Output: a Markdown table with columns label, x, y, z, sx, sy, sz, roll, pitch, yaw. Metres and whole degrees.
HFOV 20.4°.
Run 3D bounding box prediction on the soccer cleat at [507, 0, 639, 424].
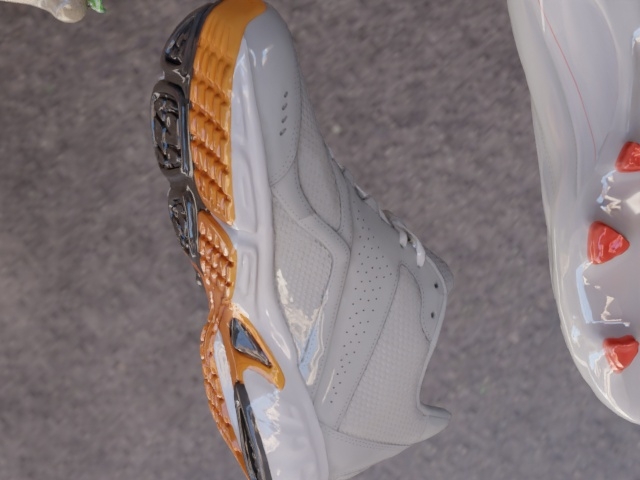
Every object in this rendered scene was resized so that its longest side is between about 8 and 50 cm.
| label | x | y | z | sx | sy | sz | roll | pitch | yaw |
| --- | --- | --- | --- | --- | --- | --- | --- | --- | --- |
| soccer cleat | 0.090 | -0.045 | 0.524 | 0.068 | 0.076 | 0.196 | -7 | 93 | -10 |

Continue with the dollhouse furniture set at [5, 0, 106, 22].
| label | x | y | z | sx | sy | sz | roll | pitch | yaw |
| --- | --- | --- | --- | --- | --- | --- | --- | --- | --- |
| dollhouse furniture set | -0.225 | -0.227 | 0.758 | 0.301 | 0.151 | 0.197 | 7 | 149 | -12 |

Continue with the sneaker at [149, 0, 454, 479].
| label | x | y | z | sx | sy | sz | roll | pitch | yaw |
| --- | --- | --- | --- | --- | --- | --- | --- | --- | --- |
| sneaker | 0.000 | 0.000 | 0.825 | 0.099 | 0.121 | 0.262 | -131 | 28 | -51 |
